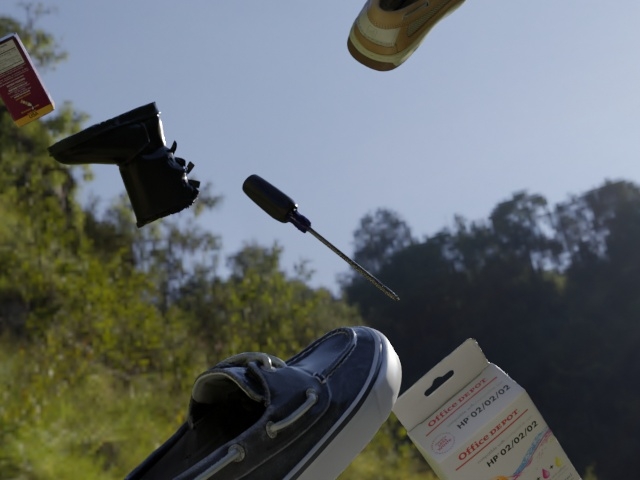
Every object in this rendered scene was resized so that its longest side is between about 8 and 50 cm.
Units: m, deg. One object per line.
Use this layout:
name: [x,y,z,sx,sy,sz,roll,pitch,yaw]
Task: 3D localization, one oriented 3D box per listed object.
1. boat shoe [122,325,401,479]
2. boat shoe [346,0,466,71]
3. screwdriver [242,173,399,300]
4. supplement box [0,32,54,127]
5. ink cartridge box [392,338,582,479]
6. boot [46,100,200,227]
boat shoe: [-0.044,0.126,0.816,0.108,0.102,0.301,-15,18,41]
boat shoe: [0.087,-0.213,0.918,0.068,0.190,0.072,26,-35,7]
screwdriver: [0.000,0.000,0.948,0.024,0.170,0.025,-42,-21,-22]
supplement box: [-0.305,-0.162,1.176,0.043,0.055,0.083,-27,-72,-5]
ink cartridge box: [0.154,0.189,1.073,0.104,0.061,0.181,-39,-59,-7]
boot: [-0.168,-0.059,1.019,0.121,0.099,0.045,-29,12,-39]
